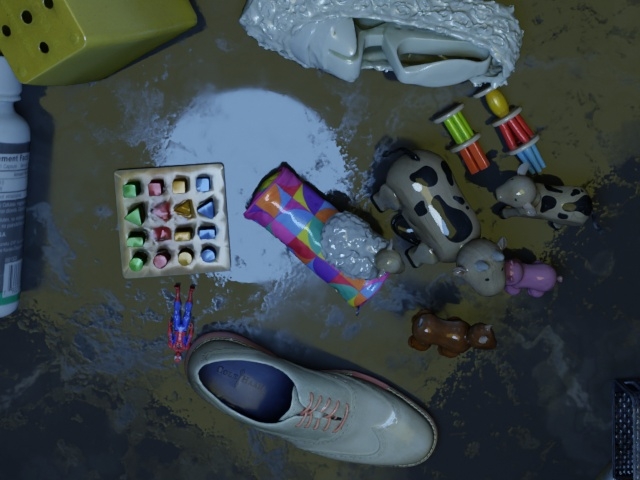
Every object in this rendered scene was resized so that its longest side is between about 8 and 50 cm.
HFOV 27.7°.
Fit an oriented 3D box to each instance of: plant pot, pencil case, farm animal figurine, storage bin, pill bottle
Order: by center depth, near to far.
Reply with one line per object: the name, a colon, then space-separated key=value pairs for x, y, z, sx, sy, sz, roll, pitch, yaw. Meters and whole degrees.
plant pot: x=-0.335 y=-0.322 z=1.742 sx=0.212 sy=0.187 sz=0.212 roll=-22 pitch=100 yaw=37
pill bottle: x=-0.511 y=-0.082 z=1.804 sx=0.204 sy=0.204 sz=0.361 roll=5 pitch=97 yaw=-3
farm animal figurine: x=0.209 y=-0.012 z=1.806 sx=0.327 sy=0.172 sz=0.330 roll=41 pitch=73 yaw=-6
pencil case: x=0.000 y=0.000 z=1.887 sx=0.236 sy=0.104 sz=0.104 roll=43 pitch=94 yaw=-7
storage bin: x=0.490 y=0.303 z=1.933 sx=0.084 sy=0.122 sz=0.180 roll=-2 pitch=98 yaw=-1

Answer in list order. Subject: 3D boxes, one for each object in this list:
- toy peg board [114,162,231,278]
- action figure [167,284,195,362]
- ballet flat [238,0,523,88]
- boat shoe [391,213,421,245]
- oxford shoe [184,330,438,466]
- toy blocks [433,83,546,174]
toy peg board: x=-0.216 y=-0.025 z=1.884 sx=0.160 sy=0.079 sz=0.161 roll=-4 pitch=98 yaw=-1
action figure: x=-0.208 y=0.125 z=1.932 sx=0.038 sy=0.030 sz=0.115 roll=4 pitch=100 yaw=-8
ballet flat: x=0.088 y=-0.282 z=1.815 sx=0.409 sy=0.147 sz=0.147 roll=3 pitch=98 yaw=-3
boat shoe: x=0.169 y=-0.006 z=1.921 sx=0.133 sy=0.042 sz=0.049 roll=22 pitch=99 yaw=-3
oxford shoe: x=-0.013 y=0.253 z=1.894 sx=0.397 sy=0.146 sz=0.140 roll=17 pitch=94 yaw=-5
toy blocks: x=0.253 y=-0.145 z=1.897 sx=0.123 sy=0.054 sz=0.148 roll=-33 pitch=98 yaw=2
